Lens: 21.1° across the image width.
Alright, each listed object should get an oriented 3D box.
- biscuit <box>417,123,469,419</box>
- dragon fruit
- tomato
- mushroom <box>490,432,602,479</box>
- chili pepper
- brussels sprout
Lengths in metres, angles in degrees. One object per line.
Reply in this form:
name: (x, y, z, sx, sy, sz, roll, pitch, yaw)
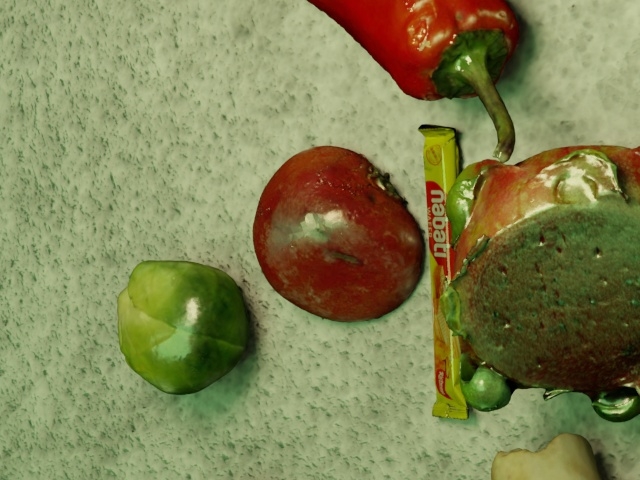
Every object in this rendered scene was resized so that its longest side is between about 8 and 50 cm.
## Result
biscuit: (0.124, 0.031, 1.690, 0.048, 0.026, 0.292, 3, 97, 54)
dragon fruit: (0.232, 0.034, 1.520, 0.295, 0.130, 0.268, -39, 108, 24)
tomato: (0.000, 0.000, 1.727, 0.173, 0.099, 0.189, -45, 72, 28)
mushroom: (0.253, 0.302, 1.516, 0.292, 0.292, 0.290, -37, 45, 32)
chili pepper: (0.112, -0.197, 1.607, 0.134, 0.131, 0.338, -47, 63, 2)
brussels sprout: (-0.146, 0.093, 1.830, 0.155, 0.117, 0.155, -17, 65, 42)
